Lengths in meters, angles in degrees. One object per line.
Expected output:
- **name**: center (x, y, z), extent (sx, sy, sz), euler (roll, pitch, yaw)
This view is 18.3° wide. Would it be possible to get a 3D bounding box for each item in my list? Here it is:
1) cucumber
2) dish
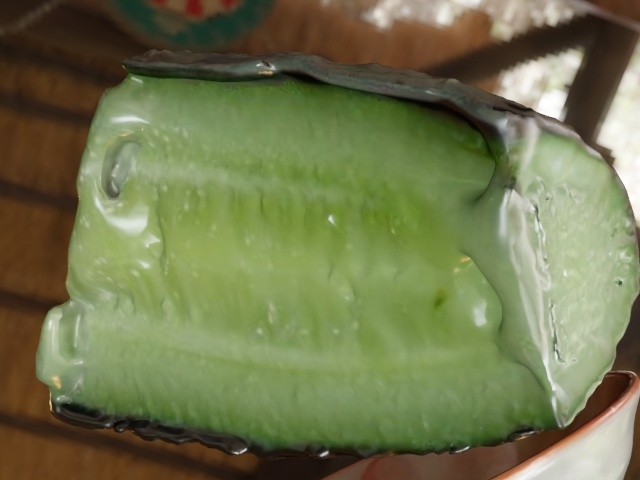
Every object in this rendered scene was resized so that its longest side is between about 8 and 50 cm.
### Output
- **cucumber**: center (0.000, 0.000, 0.555), extent (0.086, 0.115, 0.193), euler (-14, -167, -41)
- **dish**: center (0.046, 0.152, 0.932), extent (0.085, 0.260, 0.260), euler (66, -158, 0)
